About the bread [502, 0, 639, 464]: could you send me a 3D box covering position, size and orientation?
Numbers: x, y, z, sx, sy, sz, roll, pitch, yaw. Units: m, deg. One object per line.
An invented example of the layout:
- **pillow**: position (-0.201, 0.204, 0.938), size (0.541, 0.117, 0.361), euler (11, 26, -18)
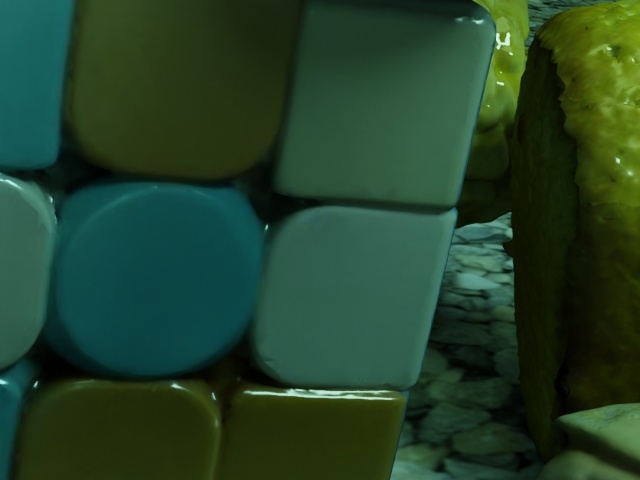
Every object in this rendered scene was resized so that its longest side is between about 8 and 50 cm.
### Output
- **bread**: position (0.232, -0.006, 0.964), size (0.204, 0.358, 0.337), euler (-1, 23, -4)

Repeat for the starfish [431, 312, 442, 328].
- **starfish**: position (0.001, -0.002, 1.217), size (0.247, 0.050, 0.138), euler (15, 53, -1)

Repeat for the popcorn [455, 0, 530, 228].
- **popcorn**: position (0.038, -0.132, 1.182), size (0.332, 0.225, 0.265), euler (-3, 39, -6)

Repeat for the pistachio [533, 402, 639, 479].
- **pistachio**: position (0.234, 0.179, 0.724), size (0.293, 0.162, 0.181), euler (27, -10, 35)

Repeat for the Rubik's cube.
- **Rubik's cube**: position (-0.136, -0.038, 0.885), size (0.346, 0.344, 0.347), euler (5, 21, -21)
